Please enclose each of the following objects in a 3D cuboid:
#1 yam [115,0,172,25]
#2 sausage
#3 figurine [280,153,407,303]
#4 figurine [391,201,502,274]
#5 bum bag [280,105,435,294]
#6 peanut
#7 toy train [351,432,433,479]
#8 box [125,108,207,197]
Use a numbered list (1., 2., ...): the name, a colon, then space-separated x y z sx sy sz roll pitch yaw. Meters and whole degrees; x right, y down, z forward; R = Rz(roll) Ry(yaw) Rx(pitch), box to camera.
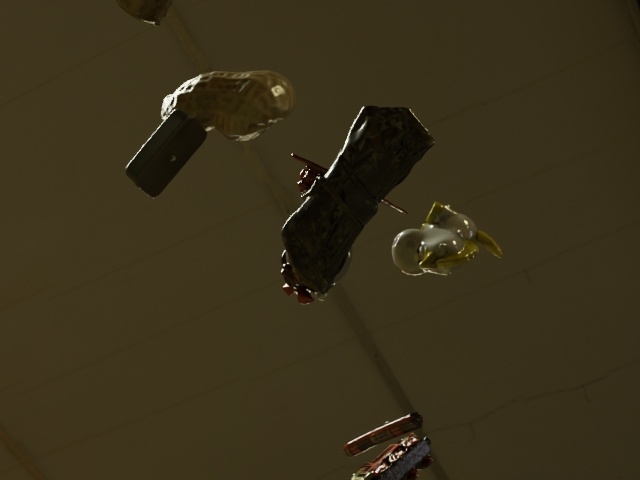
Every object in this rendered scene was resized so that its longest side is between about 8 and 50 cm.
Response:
1. yam: -0.097 -0.333 0.677 0.081 0.081 0.356 29 -49 -16
2. sausage: 0.089 0.288 1.178 0.198 0.025 0.028 -41 -104 46
3. figurine: 0.000 0.000 1.368 0.160 0.183 0.226 23 -85 -48
4. figurine: 0.175 0.009 1.149 0.130 0.178 0.109 9 -75 34
5. bum bag: 0.035 -0.057 0.974 0.102 0.069 0.248 36 -87 13
6. peanut: -0.158 -0.227 1.338 0.233 0.196 0.110 3 -66 7
7. toy train: 0.116 0.357 1.266 0.087 0.138 0.050 -22 -82 56
8. box: -0.218 -0.124 1.128 0.031 0.091 0.126 38 -93 13
